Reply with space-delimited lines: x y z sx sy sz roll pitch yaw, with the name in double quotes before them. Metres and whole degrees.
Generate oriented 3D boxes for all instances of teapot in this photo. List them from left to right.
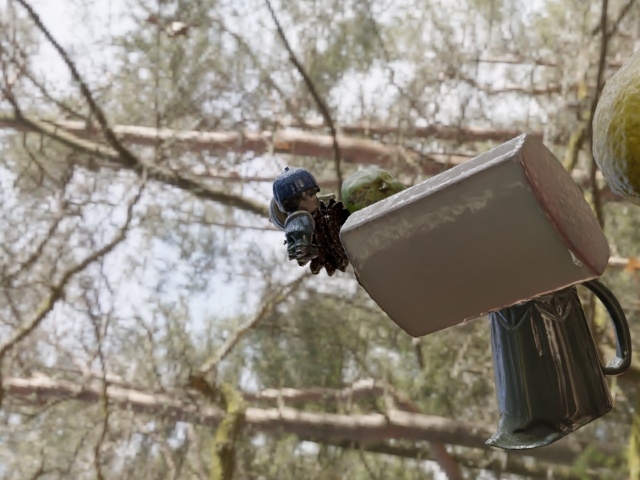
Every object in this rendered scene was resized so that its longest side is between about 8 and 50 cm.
"teapot" -0.043 -0.052 1.918 0.091 0.124 0.092 153 126 -66

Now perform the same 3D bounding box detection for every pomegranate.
"pomegranate" 0.104 -0.051 1.791 0.143 0.122 0.169 52 169 32

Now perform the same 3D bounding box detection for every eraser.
"eraser" 0.170 0.003 1.166 0.174 0.270 0.095 52 -136 -15

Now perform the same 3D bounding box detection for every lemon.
"lemon" 0.686 -0.222 1.900 0.350 0.350 0.387 -32 -53 -72

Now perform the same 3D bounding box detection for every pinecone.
"pinecone" 0.000 -0.002 1.758 0.140 0.121 0.140 30 -125 -54

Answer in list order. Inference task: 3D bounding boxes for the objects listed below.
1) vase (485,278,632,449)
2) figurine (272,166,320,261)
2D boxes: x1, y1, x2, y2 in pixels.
"vase" 0.305 0.110 1.386 0.156 0.251 0.301 165 93 -71
"figurine" -0.038 -0.043 1.647 0.086 0.087 0.149 -29 58 59
